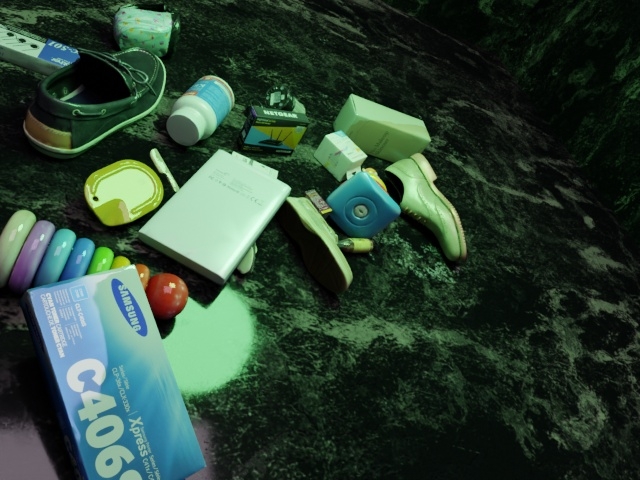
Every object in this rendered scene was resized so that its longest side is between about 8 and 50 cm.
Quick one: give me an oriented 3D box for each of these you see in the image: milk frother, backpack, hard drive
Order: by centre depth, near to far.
[{"bbox_3d":[-0.232,-0.066,1.131,0.210,0.040,0.318,29,51,3],"label":"hard drive"},{"bbox_3d":[-0.518,-0.620,1.447,0.182,0.152,0.115,-2,57,-29],"label":"backpack"},{"bbox_3d":[-0.144,-0.413,1.548,0.143,0.129,0.135,18,-3,22],"label":"milk frother"}]

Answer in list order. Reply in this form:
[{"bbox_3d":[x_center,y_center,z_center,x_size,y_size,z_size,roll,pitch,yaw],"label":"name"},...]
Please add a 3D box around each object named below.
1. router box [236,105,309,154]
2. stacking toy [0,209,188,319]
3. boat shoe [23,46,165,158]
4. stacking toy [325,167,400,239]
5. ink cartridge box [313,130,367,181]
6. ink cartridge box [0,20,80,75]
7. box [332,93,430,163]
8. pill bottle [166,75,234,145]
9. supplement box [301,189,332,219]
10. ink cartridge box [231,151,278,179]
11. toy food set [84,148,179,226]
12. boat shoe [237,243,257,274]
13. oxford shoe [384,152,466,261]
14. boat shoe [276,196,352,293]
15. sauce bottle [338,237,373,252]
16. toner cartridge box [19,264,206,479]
[{"bbox_3d":[-0.139,-0.317,1.423,0.179,0.133,0.046,-3,54,-36],"label":"router box"},{"bbox_3d":[-0.406,0.068,0.895,0.330,0.141,0.141,24,42,-25],"label":"stacking toy"},{"bbox_3d":[-0.524,-0.384,1.205,0.187,0.156,0.500,29,40,-6],"label":"boat shoe"},{"bbox_3d":[0.134,-0.150,1.461,0.175,0.166,0.301,44,27,-14],"label":"stacking toy"},{"bbox_3d":[0.070,-0.263,1.550,0.143,0.090,0.092,46,41,12],"label":"ink cartridge box"},{"bbox_3d":[-0.717,-0.476,1.239,0.207,0.046,0.097,16,45,-22],"label":"ink cartridge box"},{"bbox_3d":[0.215,-0.383,1.725,0.311,0.148,0.121,11,47,-24],"label":"box"},{"bbox_3d":[-0.329,-0.352,1.331,0.124,0.124,0.221,28,40,-9],"label":"pill bottle"},{"bbox_3d":[-0.018,-0.091,1.355,0.043,0.055,0.083,-22,67,-46],"label":"supplement box"},{"bbox_3d":[-0.190,-0.165,1.302,0.135,0.056,0.099,22,43,-17],"label":"ink cartridge box"},{"bbox_3d":[-0.427,-0.105,1.081,0.128,0.071,0.218,55,43,-6],"label":"toy food set"},{"bbox_3d":[-0.172,0.027,1.145,0.043,0.049,0.137,54,19,-48],"label":"boat shoe"},{"bbox_3d":[0.335,-0.092,1.575,0.147,0.140,0.396,-19,65,-10],"label":"oxford shoe"},{"bbox_3d":[0.000,0.000,1.244,0.098,0.109,0.302,-13,54,-40],"label":"boat shoe"},{"bbox_3d":[0.085,0.014,1.335,0.128,0.042,0.042,2,51,-36],"label":"sauce bottle"},{"bbox_3d":[-0.320,0.224,0.755,0.165,0.075,0.347,-16,79,-44],"label":"toner cartridge box"}]
